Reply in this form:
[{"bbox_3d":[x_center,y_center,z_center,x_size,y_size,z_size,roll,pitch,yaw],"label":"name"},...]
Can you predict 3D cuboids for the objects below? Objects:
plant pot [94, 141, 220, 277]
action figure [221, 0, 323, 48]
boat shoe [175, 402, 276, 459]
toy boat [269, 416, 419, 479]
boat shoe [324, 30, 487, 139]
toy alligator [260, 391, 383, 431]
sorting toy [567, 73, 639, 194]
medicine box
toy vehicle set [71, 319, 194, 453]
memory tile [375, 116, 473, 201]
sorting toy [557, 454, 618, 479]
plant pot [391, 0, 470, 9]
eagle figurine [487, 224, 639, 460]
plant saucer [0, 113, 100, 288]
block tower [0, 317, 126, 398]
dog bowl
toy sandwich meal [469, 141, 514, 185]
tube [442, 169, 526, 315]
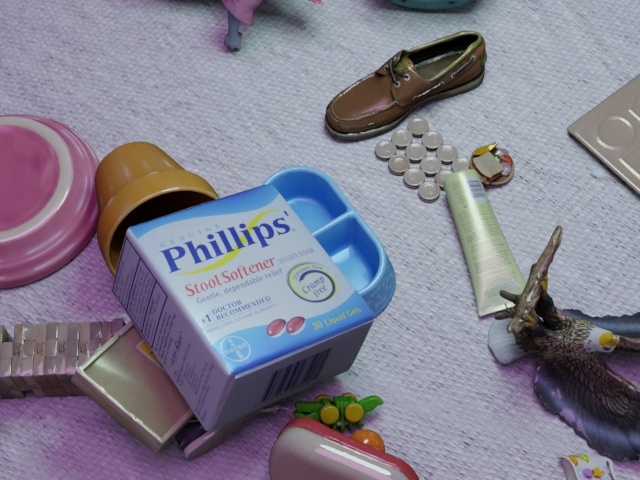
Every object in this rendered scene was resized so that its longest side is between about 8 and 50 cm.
[{"bbox_3d":[-0.273,-0.056,1.950,0.205,0.205,0.188,-25,47,-10],"label":"plant pot"},{"bbox_3d":[-0.129,-0.509,2.156,0.370,0.275,0.248,19,57,28],"label":"action figure"},{"bbox_3d":[-0.131,0.245,1.832,0.206,0.075,0.065,-35,68,-10],"label":"boat shoe"},{"bbox_3d":[0.045,0.328,1.758,0.231,0.151,0.151,22,34,14],"label":"toy boat"},{"bbox_3d":[0.142,-0.279,2.092,0.307,0.104,0.110,-27,63,-12],"label":"boat shoe"},{"bbox_3d":[0.001,0.263,1.822,0.190,0.056,0.051,-3,103,-11],"label":"toy alligator"},{"bbox_3d":[0.552,-0.175,2.056,0.193,0.038,0.208,-36,61,-16],"label":"sorting toy"},{"bbox_3d":[-0.118,0.091,1.796,0.264,0.149,0.289,-20,59,-34],"label":"medicine box"},{"bbox_3d":[-0.220,0.175,1.827,0.166,0.035,0.267,40,50,7],"label":"toy vehicle set"},{"bbox_3d":[0.174,-0.137,2.065,0.113,0.012,0.148,-37,66,-16],"label":"memory tile"},{"bbox_3d":[0.397,0.343,1.775,0.075,0.045,0.083,-3,59,-20],"label":"sorting toy"},{"bbox_3d":[0.196,-0.550,2.149,0.293,0.293,0.235,4,76,5],"label":"plant pot"},{"bbox_3d":[0.409,0.164,1.812,0.298,0.225,0.226,34,109,-12],"label":"eagle figurine"},{"bbox_3d":[-0.529,-0.083,2.031,0.332,0.084,0.332,-2,60,3],"label":"plant saucer"},{"bbox_3d":[-0.462,0.187,1.873,0.336,0.091,0.097,-4,61,1],"label":"block tower"},{"bbox_3d":[0.000,0.000,1.962,0.166,0.074,0.297,-30,63,-13],"label":"dog bowl"},{"bbox_3d":[0.287,-0.129,2.036,0.086,0.029,0.085,4,61,-8],"label":"toy sandwich meal"},{"bbox_3d":[0.260,0.003,1.961,0.070,0.062,0.240,-34,62,34],"label":"tube"}]
